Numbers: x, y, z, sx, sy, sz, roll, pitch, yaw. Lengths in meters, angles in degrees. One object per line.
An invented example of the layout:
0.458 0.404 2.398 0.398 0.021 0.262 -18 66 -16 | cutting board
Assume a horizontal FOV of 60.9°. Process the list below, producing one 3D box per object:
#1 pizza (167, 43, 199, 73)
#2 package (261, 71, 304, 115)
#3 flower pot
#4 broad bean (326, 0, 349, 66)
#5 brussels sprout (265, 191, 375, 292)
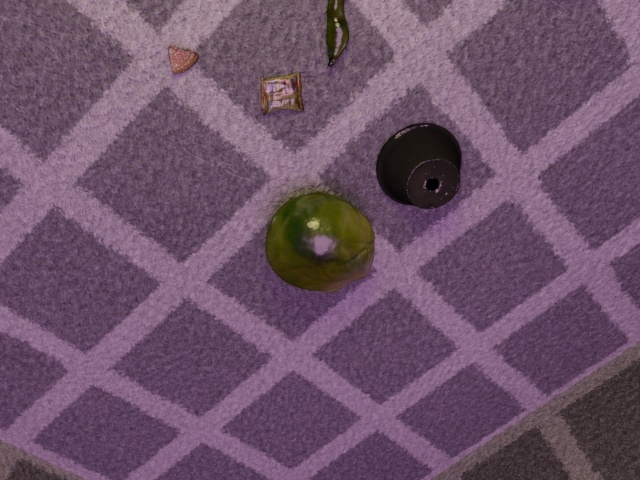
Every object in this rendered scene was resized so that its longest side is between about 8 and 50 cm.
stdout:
-0.368 -0.485 1.431 0.083 0.025 0.078 -32 123 3 | pizza
-0.107 -0.405 1.509 0.121 0.031 0.107 -9 121 -8 | package
0.308 -0.194 1.608 0.269 0.166 0.268 -2 121 -4 | flower pot
0.046 -0.564 1.427 0.071 0.048 0.213 7 116 -10 | broad bean
0.000 0.000 1.637 0.345 0.268 0.344 -10 142 -8 | brussels sprout
